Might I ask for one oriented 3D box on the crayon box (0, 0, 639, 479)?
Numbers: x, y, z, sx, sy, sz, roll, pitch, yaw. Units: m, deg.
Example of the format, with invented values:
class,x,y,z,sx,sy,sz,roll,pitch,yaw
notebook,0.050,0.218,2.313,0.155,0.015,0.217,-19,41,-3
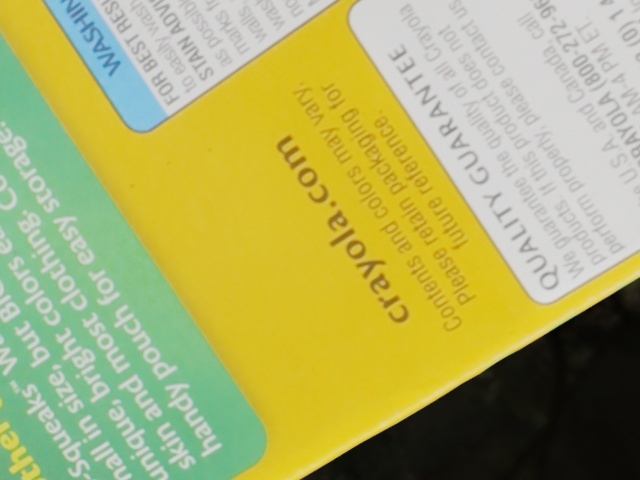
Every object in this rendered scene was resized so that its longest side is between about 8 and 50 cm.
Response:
class,x,y,z,sx,sy,sz,roll,pitch,yaw
crayon box,-0.024,-0.054,0.471,0.203,0.323,0.083,57,-160,-2
